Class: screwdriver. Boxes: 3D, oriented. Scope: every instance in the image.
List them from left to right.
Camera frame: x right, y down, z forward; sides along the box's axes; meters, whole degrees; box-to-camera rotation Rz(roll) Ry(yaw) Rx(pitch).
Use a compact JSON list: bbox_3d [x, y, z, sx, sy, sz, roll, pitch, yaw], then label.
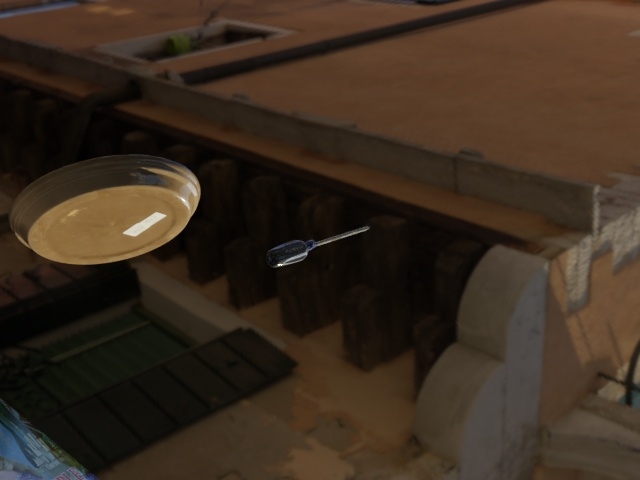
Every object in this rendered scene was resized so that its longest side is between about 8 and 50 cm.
[{"bbox_3d":[0.000,0.000,0.958,0.025,0.170,0.024,36,-56,24],"label":"screwdriver"}]

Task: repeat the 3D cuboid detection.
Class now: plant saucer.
[{"bbox_3d":[-0.308,-0.035,1.254,0.278,0.277,0.041,-49,-128,50],"label":"plant saucer"}]

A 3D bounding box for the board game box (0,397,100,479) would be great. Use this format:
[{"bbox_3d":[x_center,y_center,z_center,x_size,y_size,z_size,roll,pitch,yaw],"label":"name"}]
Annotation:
[{"bbox_3d":[-0.371,0.227,0.833,0.318,0.066,0.318,37,3,4],"label":"board game box"}]
